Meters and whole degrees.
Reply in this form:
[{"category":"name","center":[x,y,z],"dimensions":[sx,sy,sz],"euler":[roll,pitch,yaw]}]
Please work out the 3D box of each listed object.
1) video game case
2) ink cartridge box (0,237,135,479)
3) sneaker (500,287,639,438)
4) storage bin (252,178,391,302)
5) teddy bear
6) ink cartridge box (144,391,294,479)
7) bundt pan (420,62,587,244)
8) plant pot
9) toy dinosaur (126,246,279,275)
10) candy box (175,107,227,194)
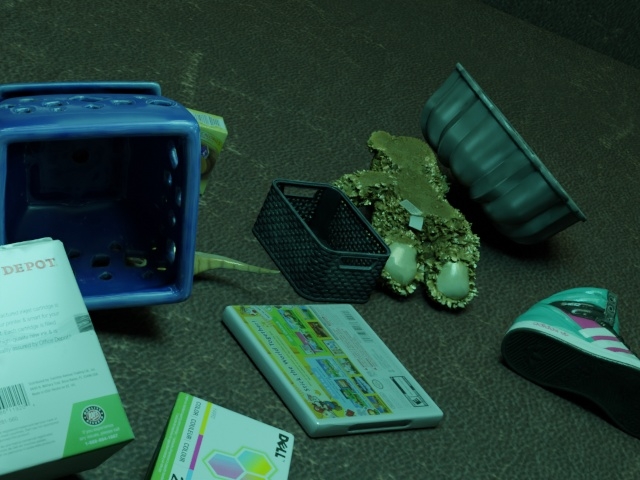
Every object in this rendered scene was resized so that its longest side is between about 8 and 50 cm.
[{"category":"video game case","center":[0.014,0.157,1.811],"dimensions":[0.206,0.026,0.227],"euler":[1,35,-40]},{"category":"ink cartridge box","center":[-0.299,0.122,1.404],"dimensions":[0.160,0.092,0.219],"euler":[-10,71,-39]},{"category":"sneaker","center":[0.410,0.164,2.042],"dimensions":[0.295,0.124,0.178],"euler":[27,35,8]},{"category":"storage bin","center":[0.000,0.000,2.025],"dimensions":[0.122,0.084,0.180],"euler":[4,32,-35]},{"category":"teddy bear","center":[0.130,-0.020,2.176],"dimensions":[0.245,0.113,0.338],"euler":[0,42,-29]},{"category":"ink cartridge box","center":[-0.052,0.278,1.446],"dimensions":[0.255,0.097,0.189],"euler":[21,26,-6]},{"category":"bundt pan","center":[0.280,-0.123,2.351],"dimensions":[0.331,0.124,0.331],"euler":[50,9,-11]},{"category":"plant pot","center":[-0.276,-0.066,1.704],"dimensions":[0.236,0.236,0.212],"euler":[-3,27,-15]},{"category":"toy dinosaur","center":[-0.174,0.026,1.871],"dimensions":[0.211,0.064,0.112],"euler":[-5,50,-29]},{"category":"candy box","center":[-0.237,-0.141,2.053],"dimensions":[0.187,0.109,0.053],"euler":[13,29,-23]}]
